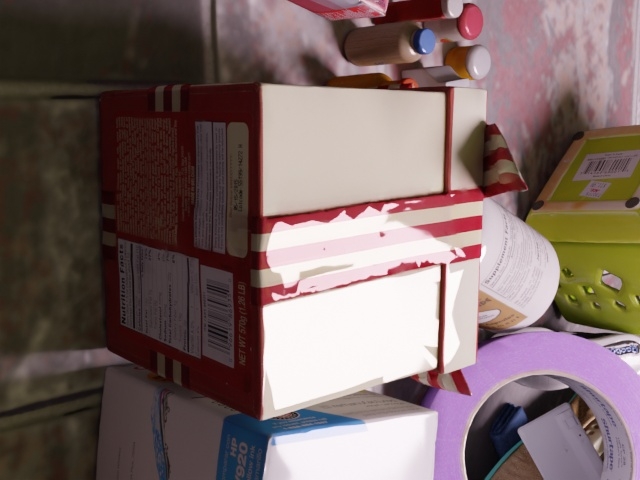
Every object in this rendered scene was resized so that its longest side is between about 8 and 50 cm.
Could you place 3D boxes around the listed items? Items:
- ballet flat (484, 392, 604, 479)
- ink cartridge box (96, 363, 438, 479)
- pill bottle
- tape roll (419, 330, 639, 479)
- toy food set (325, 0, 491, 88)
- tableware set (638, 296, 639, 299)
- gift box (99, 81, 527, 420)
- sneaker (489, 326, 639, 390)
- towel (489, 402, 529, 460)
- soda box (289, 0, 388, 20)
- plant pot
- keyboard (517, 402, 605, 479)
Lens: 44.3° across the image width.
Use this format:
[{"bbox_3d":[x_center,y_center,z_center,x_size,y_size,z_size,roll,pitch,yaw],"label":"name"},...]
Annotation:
[{"bbox_3d":[0.333,0.290,1.017,0.342,0.124,0.116,-27,115,-36],"label":"ballet flat"},{"bbox_3d":[-0.053,0.197,0.631,0.171,0.233,0.168,3,92,-41],"label":"ink cartridge box"},{"bbox_3d":[0.147,0.009,0.847,0.229,0.131,0.131,28,78,-40],"label":"pill bottle"},{"bbox_3d":[0.245,0.241,0.887,0.275,0.090,0.274,0,81,-1],"label":"tape roll"},{"bbox_3d":[0.117,-0.194,0.808,0.232,0.104,0.111,-17,107,-39],"label":"toy food set"},{"bbox_3d":[0.548,0.032,1.278,0.141,0.020,0.168,-21,110,-37],"label":"tableware set"},{"bbox_3d":[0.000,0.000,0.629,0.258,0.276,0.255,-8,106,-42],"label":"gift box"},{"bbox_3d":[0.310,0.159,1.052,0.217,0.121,0.079,3,81,-8],"label":"sneaker"},{"bbox_3d":[0.262,0.280,1.056,0.067,0.029,0.119,-44,123,-30],"label":"towel"},{"bbox_3d":[-0.050,-0.275,0.664,0.263,0.083,0.092,13,88,-42],"label":"soda box"},{"bbox_3d":[0.416,-0.025,1.025,0.207,0.228,0.227,49,65,-26],"label":"plant pot"},{"bbox_3d":[0.328,0.323,0.930,0.072,0.014,0.256,-29,81,3],"label":"keyboard"}]
